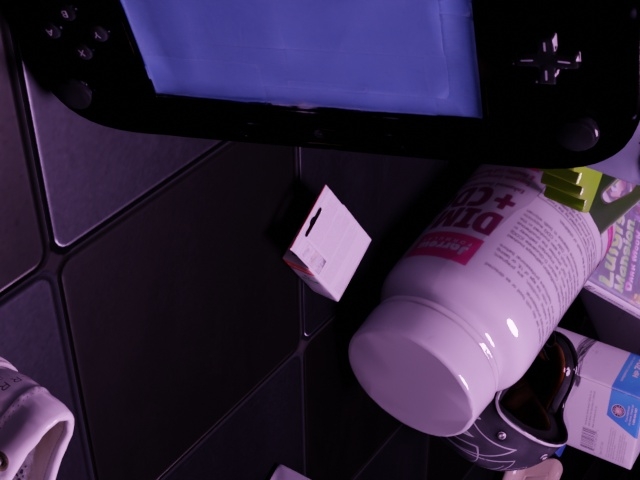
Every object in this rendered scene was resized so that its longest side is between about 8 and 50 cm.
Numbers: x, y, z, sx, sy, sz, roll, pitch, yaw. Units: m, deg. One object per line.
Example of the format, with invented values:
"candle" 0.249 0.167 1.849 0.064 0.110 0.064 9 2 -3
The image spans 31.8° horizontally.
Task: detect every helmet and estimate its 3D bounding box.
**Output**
"helmet" 0.192 0.166 1.223 0.169 0.169 0.161 16 87 -62

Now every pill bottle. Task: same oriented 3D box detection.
"pill bottle" 0.159 0.045 1.091 0.283 0.160 0.160 -48 146 -35

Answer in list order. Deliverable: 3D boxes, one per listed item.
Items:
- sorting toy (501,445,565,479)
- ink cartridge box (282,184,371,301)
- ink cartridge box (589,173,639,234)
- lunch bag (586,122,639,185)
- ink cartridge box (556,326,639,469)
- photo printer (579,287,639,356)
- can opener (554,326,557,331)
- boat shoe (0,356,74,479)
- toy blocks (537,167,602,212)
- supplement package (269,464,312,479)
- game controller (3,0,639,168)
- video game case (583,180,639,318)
"sorting toy" 0.290 0.412 1.709 0.196 0.047 0.347 20 91 -58
"ink cartridge box" 0.000 0.000 0.921 0.063 0.029 0.115 -61 150 -12
"ink cartridge box" 0.275 -0.122 1.072 0.062 0.209 0.109 -1 148 -35
"lunch bag" 0.143 -0.273 0.669 0.385 0.328 0.239 -54 154 -24
"ink cartridge box" 0.343 0.201 1.494 0.082 0.191 0.139 -45 145 -39
"photo printer" 0.471 0.123 1.511 0.107 0.307 0.256 -13 155 -13
"can opener" 0.272 0.034 1.370 0.280 0.093 0.074 -65 152 -16
"boat shoe" -0.202 0.204 0.634 0.098 0.096 0.277 -14 122 -61
"toy blocks" 0.179 -0.226 0.933 0.261 0.191 0.381 5 108 -43
"supplement package" 0.003 0.349 1.044 0.194 0.149 0.203 -59 152 -16
"game controller" -0.010 -0.109 0.529 0.166 0.319 0.067 68 34 -55
"video game case" 0.371 -0.016 1.378 0.173 0.022 0.190 27 68 -27
